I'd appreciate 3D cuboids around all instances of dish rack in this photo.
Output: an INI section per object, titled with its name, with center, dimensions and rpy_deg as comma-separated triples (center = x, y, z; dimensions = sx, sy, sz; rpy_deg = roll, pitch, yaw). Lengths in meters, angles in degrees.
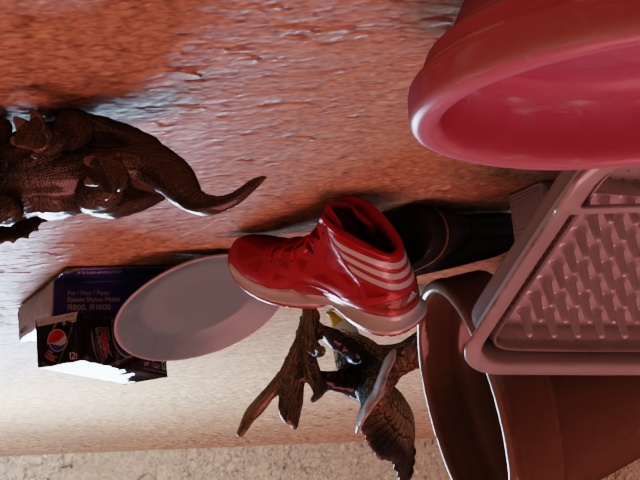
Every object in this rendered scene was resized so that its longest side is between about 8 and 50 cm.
[dish rack]
center = 0.289, 0.001, 1.692
dimensions = 0.286, 0.072, 0.333
rpy_deg = 1, 143, -22

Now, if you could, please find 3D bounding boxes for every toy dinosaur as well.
[toy dinosaur]
center = -0.183, -0.052, 1.438
dimensions = 0.313, 0.121, 0.160
rpy_deg = -14, 178, 18

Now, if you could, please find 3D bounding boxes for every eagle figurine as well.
[eagle figurine]
center = 0.077, 0.157, 2.362
dimensions = 0.298, 0.225, 0.226
rpy_deg = 18, 147, -37

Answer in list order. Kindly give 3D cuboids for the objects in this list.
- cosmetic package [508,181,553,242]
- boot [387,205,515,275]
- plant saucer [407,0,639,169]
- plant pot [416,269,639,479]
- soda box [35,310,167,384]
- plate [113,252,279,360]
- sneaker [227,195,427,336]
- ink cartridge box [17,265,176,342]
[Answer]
[cosmetic package]
center = 0.297, 0.000, 1.871
dimensions = 0.239, 0.099, 0.060
rpy_deg = 1, 168, -29
[boot]
center = 0.095, 0.017, 1.943
dimensions = 0.137, 0.077, 0.198
rpy_deg = -2, 171, -39
[plant saucer]
center = 0.218, -0.123, 1.260
dimensions = 0.332, 0.084, 0.332
rpy_deg = -6, 168, -1
[plant pot]
center = 0.243, 0.143, 1.934
dimensions = 0.229, 0.263, 0.263
rpy_deg = -12, 170, -13
[soda box]
center = -0.230, 0.115, 2.091
dimensions = 0.060, 0.053, 0.169
rpy_deg = -12, 166, 26
[plate]
center = -0.127, 0.064, 2.057
dimensions = 0.188, 0.024, 0.188
rpy_deg = -15, 147, -10
[sneaker]
center = 0.000, 0.000, 1.846
dimensions = 0.221, 0.128, 0.087
rpy_deg = 14, -138, 31
[ink cartridge box]
center = -0.197, 0.071, 2.137
dimensions = 0.223, 0.045, 0.224
rpy_deg = 0, 167, -21
